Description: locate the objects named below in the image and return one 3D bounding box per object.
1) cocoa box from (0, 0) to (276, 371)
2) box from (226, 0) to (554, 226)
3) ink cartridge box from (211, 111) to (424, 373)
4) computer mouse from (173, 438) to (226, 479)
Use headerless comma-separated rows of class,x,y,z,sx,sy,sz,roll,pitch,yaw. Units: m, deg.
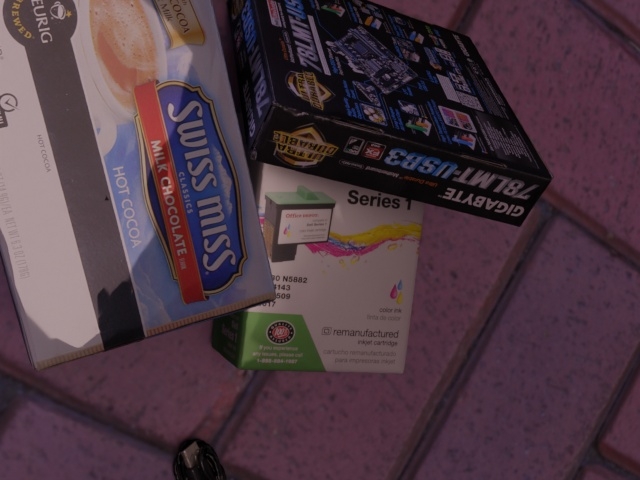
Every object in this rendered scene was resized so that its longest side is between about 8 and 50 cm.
cocoa box,-0.210,-0.092,0.829,0.228,0.231,0.347,-16,103,-19
box,0.058,-0.159,0.902,0.293,0.295,0.073,11,128,-21
ink cartridge box,0.000,0.000,0.983,0.201,0.117,0.278,5,95,-22
computer mouse,-0.211,0.359,0.973,0.272,0.072,0.188,-23,105,-17
